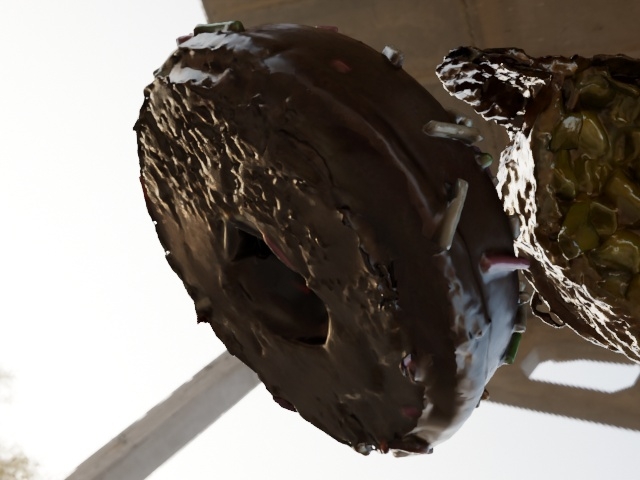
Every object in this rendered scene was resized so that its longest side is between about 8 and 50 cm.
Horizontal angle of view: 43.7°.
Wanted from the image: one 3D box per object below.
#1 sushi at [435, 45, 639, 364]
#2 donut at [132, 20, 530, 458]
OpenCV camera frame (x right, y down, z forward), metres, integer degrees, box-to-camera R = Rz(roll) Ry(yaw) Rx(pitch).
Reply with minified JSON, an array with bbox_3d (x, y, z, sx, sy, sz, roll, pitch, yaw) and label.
[{"bbox_3d":[0.214,-0.020,0.515,0.296,0.167,0.179,59,-5,4],"label":"sushi"},{"bbox_3d":[0.000,0.000,0.454,0.270,0.103,0.269,38,-33,30],"label":"donut"}]
